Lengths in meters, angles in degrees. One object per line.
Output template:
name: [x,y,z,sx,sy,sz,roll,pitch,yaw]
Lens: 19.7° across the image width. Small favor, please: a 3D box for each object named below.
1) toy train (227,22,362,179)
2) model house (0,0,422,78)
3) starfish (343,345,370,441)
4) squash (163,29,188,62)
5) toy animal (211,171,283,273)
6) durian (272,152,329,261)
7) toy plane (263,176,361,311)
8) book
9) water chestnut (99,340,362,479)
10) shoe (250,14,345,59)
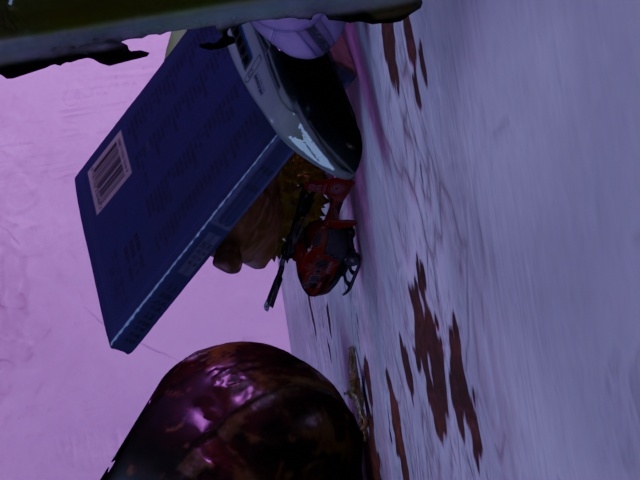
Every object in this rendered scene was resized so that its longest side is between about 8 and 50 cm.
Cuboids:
toy train: [-0.026,-0.107,1.135,0.048,0.055,0.252,-51,36,26]
model house: [-0.147,-0.240,0.634,0.313,0.358,0.242,82,179,-46]
starfish: [0.029,0.121,1.521,0.086,0.016,0.092,89,175,-52]
squash: [-0.078,-0.154,1.758,0.220,0.133,0.220,174,90,-81]
toy animal: [-0.044,-0.074,1.325,0.185,0.104,0.184,-59,20,5]
durian: [-0.056,-0.058,1.536,0.168,0.137,0.158,102,-178,-56]
toy plane: [0.000,0.000,1.335,0.145,0.060,0.037,109,156,-49]
book: [-0.081,-0.075,1.272,0.269,0.025,0.191,-50,36,25]
water chestnut: [-0.069,0.235,1.650,0.289,0.244,0.289,26,-90,-89]
shoe: [-0.032,-0.203,1.118,0.245,0.095,0.137,-96,-16,-65]
